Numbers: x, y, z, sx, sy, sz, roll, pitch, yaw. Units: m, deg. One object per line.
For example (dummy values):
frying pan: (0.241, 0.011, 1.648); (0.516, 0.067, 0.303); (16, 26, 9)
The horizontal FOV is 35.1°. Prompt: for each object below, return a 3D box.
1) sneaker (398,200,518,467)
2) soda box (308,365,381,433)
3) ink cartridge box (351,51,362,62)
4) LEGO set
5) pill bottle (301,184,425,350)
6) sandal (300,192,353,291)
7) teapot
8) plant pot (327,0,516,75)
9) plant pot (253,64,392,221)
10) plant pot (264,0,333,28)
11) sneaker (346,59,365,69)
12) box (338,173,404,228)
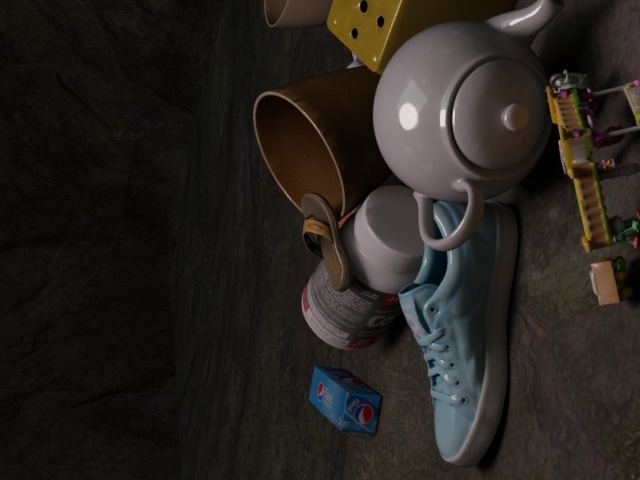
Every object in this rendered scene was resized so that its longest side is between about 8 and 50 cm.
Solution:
sneaker: (0.167, 0.120, 1.380); (0.135, 0.150, 0.366); (161, 115, -72)
soda box: (0.042, 0.287, 1.841); (0.210, 0.067, 0.071); (-160, 79, -72)
ink cartridge box: (0.120, -0.363, 1.921); (0.206, 0.045, 0.208); (119, 151, -49)
LEGO set: (0.326, -0.079, 1.115); (0.132, 0.107, 0.287); (58, -158, -59)
pill bottle: (0.085, 0.047, 1.657); (0.283, 0.161, 0.161); (120, 152, -51)
sandal: (0.000, 0.000, 1.579); (0.072, 0.049, 0.180); (121, 137, -52)
teapot: (0.198, -0.153, 1.272); (0.187, 0.252, 0.256); (29, 142, 66)
plant pot: (0.136, -0.351, 1.517); (0.212, 0.187, 0.212); (52, 135, 37)
plant pot: (0.061, -0.185, 1.656); (0.237, 0.254, 0.237); (44, 152, 31)
plant pot: (0.011, -0.570, 2.119); (0.284, 0.190, 0.284); (-171, 90, -73)
sneaker: (0.086, -0.222, 1.870); (0.090, 0.115, 0.232); (-49, -33, -46)
box: (0.078, -0.050, 1.840); (0.130, 0.091, 0.171); (-113, 35, -59)
